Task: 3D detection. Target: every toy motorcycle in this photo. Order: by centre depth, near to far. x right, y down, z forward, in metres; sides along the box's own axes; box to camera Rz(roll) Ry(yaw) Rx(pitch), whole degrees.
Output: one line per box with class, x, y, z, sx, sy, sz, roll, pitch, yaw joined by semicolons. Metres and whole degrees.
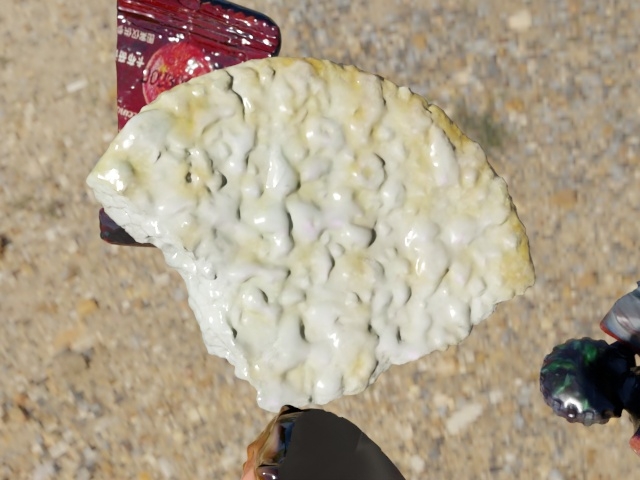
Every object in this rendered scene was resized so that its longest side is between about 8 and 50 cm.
toy motorcycle;0.257;0.074;1.087;0.213;0.082;0.122;-35;65;-23

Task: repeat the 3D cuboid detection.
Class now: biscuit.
biscuit;0.000;0.000;0.839;0.040;0.265;0.188;12;83;65
biscuit;-0.108;-0.089;1.299;0.151;0.235;0.063;16;29;19

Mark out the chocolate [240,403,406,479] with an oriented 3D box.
chocolate;-0.034;0.125;0.495;0.133;0.124;0.127;-31;60;32
